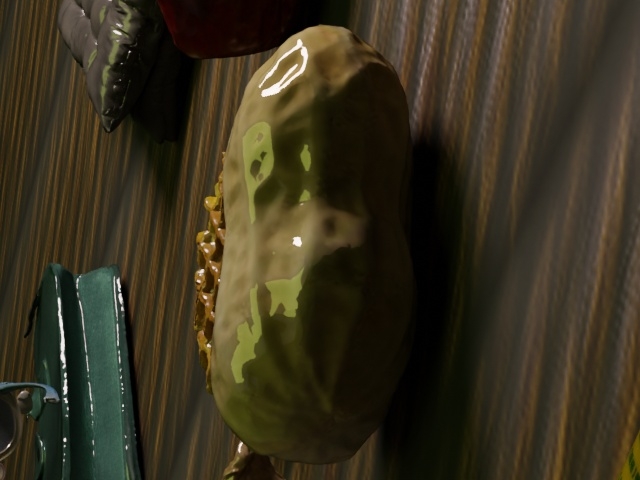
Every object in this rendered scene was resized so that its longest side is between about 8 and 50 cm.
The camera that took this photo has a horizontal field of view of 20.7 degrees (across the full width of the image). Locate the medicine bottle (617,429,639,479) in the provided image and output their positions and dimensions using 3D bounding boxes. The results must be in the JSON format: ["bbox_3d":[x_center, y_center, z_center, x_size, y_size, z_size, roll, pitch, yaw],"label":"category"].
[{"bbox_3d":[0.202,0.067,0.822,0.095,0.064,0.261,-116,39,-54],"label":"medicine bottle"}]

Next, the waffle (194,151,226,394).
[{"bbox_3d":[-0.061,0.026,1.513,0.228,0.051,0.232,149,123,-63],"label":"waffle"}]

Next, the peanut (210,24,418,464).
[{"bbox_3d":[0.000,0.000,1.243,0.152,0.152,0.313,158,119,-66],"label":"peanut"}]

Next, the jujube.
[{"bbox_3d":[-0.086,-0.284,1.500,0.190,0.190,0.255,-175,74,-68],"label":"jujube"}]

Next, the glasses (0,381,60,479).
[{"bbox_3d":[-0.329,0.234,1.842,0.220,0.088,0.190,145,127,-67],"label":"glasses"}]

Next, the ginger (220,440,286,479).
[{"bbox_3d":[-0.062,0.292,1.364,0.219,0.123,0.270,6,79,68],"label":"ginger"}]

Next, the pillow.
[{"bbox_3d":[-0.209,-0.269,1.903,0.326,0.101,0.228,-127,50,-57],"label":"pillow"}]

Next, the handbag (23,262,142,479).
[{"bbox_3d":[-0.275,0.205,1.961,0.238,0.089,0.327,116,150,-50],"label":"handbag"}]
